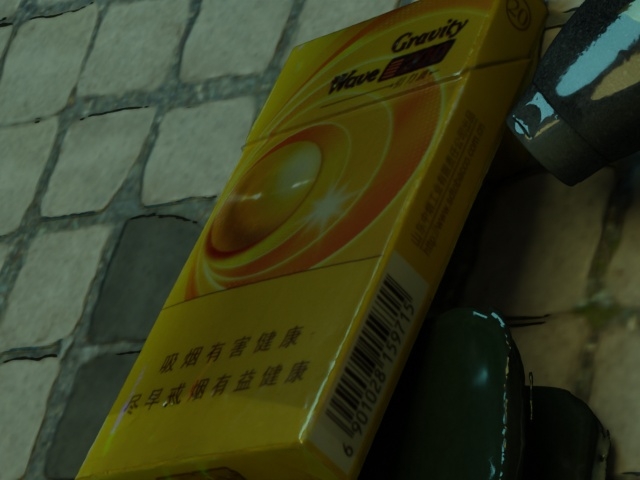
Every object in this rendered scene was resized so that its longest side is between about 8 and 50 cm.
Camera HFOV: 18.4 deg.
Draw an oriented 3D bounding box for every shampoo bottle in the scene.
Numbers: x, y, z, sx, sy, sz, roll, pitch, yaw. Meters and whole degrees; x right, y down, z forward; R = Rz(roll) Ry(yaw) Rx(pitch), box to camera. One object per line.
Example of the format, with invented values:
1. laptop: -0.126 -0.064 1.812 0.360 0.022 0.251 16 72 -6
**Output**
1. shampoo bottle: 0.176 -0.119 0.846 0.233 0.049 0.087 -45 39 13

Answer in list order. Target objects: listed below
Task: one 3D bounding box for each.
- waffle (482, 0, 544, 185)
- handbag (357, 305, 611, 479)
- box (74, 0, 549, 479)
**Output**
1. waffle: 0.024 -0.065 1.011 0.191 0.032 0.125 -13 54 33
2. handbag: -0.013 0.170 0.837 0.260 0.079 0.248 -16 49 37
3. box: 0.000 0.000 0.891 0.152 0.043 0.269 -13 41 45
